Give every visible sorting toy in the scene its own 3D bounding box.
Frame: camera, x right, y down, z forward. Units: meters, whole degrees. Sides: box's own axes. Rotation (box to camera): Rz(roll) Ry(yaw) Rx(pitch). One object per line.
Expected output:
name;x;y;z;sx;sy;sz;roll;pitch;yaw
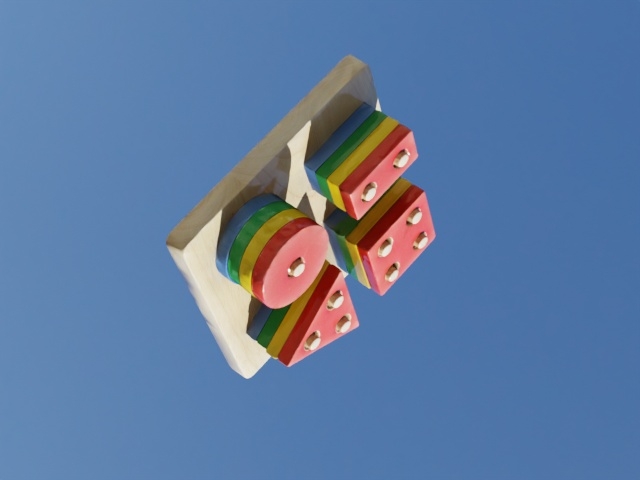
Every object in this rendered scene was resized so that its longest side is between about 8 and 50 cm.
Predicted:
sorting toy;0.000;0.000;1.340;0.089;0.257;0.255;34;-109;28
